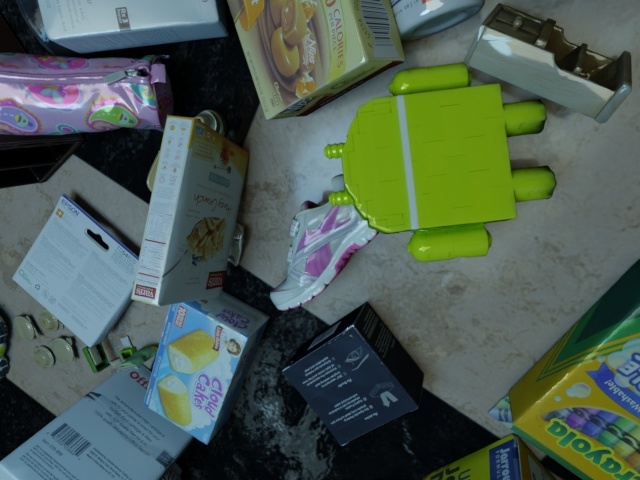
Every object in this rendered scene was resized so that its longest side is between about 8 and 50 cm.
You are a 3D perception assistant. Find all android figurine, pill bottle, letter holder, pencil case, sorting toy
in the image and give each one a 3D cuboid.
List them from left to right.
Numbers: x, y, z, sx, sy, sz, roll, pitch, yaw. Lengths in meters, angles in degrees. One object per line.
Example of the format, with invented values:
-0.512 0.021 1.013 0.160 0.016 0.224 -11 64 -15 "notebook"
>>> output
-0.604 -0.248 0.699 0.152 0.214 0.302 -31 94 24 "letter holder"
-0.365 -0.219 0.621 0.283 0.124 0.124 -3 107 -8 "pencil case"
-0.164 0.006 0.718 0.083 0.045 0.075 15 118 14 "sorting toy"
0.113 -0.346 0.476 0.108 0.108 0.194 -13 102 22 "pill bottle"
0.141 -0.097 0.525 0.272 0.056 0.249 -8 87 4 "android figurine"

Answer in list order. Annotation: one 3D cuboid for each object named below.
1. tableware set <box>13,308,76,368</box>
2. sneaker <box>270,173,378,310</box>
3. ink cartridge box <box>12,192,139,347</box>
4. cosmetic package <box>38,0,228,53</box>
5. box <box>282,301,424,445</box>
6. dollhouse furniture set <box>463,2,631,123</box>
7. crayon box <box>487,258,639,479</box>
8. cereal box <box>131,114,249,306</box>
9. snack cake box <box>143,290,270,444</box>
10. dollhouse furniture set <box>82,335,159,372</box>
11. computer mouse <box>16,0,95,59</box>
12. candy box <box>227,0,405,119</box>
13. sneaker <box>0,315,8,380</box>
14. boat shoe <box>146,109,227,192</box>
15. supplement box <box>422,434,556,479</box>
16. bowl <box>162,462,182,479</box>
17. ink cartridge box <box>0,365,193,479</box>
-0.631 0.225 0.958 0.168 0.020 0.141 -18 99 23 "tableware set"
0.000 0.000 0.631 0.111 0.103 0.252 44 106 4 "sneaker"
-0.468 0.059 0.829 0.223 0.045 0.224 40 103 4 "ink cartridge box"
-0.255 -0.340 0.579 0.230 0.085 0.118 -8 102 1 "cosmetic package"
0.054 0.213 0.673 0.156 0.093 0.158 -38 90 25 "box"
0.274 -0.267 0.395 0.161 0.212 0.242 29 140 11 "dollhouse furniture set"
0.409 0.213 0.555 0.203 0.083 0.323 34 114 7 "crayon box"
-0.176 -0.033 0.599 0.047 0.173 0.240 10 90 14 "cereal box"
-0.214 0.225 0.774 0.152 0.089 0.265 27 113 11 "snack cake box"
-0.404 0.224 0.848 0.151 0.076 0.059 -15 98 23 "dollhouse furniture set"
-0.419 -0.404 0.629 0.072 0.188 0.272 -21 108 11 "computer mouse"
-0.034 -0.331 0.503 0.182 0.087 0.317 -11 99 45 "candy box"
-0.826 0.266 1.012 0.110 0.107 0.275 37 111 27 "sneaker"
-0.236 -0.140 0.680 0.068 0.072 0.190 47 115 1 "boat shoe"
0.330 0.517 0.613 0.195 0.194 0.356 -42 89 25 "supplement box"
-0.354 0.511 0.901 0.170 0.080 0.170 21 137 22 "bowl"
-0.390 0.396 0.779 0.211 0.289 0.122 36 117 6 "ink cartridge box"
